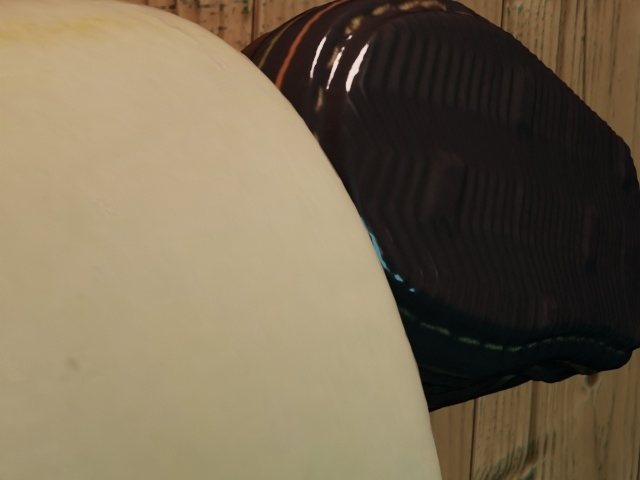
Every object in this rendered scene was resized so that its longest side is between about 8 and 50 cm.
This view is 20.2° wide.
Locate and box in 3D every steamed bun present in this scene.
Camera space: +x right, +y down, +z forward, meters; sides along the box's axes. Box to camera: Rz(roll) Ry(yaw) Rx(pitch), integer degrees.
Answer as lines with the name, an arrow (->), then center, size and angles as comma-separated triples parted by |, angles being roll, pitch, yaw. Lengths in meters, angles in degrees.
steamed bun -> -0.137, 0.169, 0.492 | 0.371, 0.290, 0.456 | -10, 113, -48

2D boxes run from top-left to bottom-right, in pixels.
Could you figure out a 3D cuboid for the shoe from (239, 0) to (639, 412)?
shoe -> 0.000, 0.000, 0.837 | 0.384, 0.237, 0.171 | 10, 73, -66
